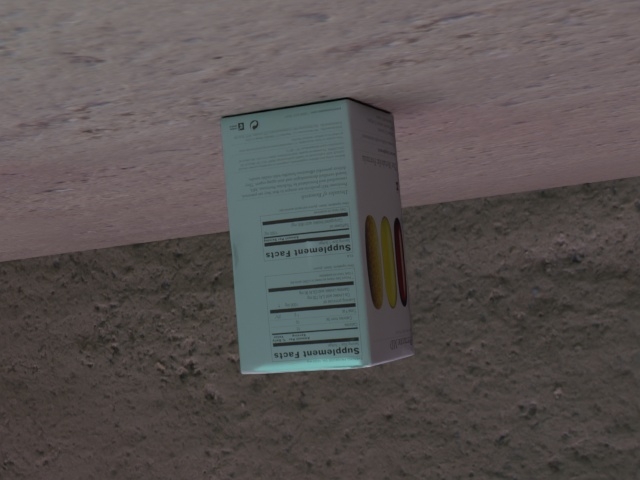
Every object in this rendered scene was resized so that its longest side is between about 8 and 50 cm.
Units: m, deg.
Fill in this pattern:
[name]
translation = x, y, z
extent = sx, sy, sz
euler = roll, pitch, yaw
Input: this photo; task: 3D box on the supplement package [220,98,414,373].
[supplement package]
translation = 0.000, 0.000, 1.099
extent = 0.133, 0.244, 0.139
euler = -6, 178, 22
